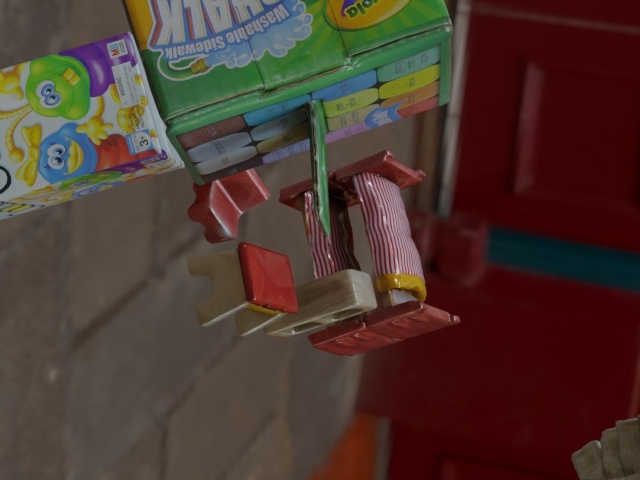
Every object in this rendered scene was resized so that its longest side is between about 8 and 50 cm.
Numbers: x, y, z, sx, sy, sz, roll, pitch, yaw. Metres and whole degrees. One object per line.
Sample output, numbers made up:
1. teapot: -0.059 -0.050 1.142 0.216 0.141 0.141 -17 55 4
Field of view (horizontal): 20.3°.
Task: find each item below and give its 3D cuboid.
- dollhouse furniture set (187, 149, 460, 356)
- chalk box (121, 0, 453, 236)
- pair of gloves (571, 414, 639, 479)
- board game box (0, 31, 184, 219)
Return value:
1. dollhouse furniture set: 0.000 0.000 1.979 0.374 0.152 0.201 20 54 -62
2. chalk box: -0.025 -0.148 1.081 0.180 0.179 0.289 74 -4 -82
3. pair of gloves: 0.261 0.181 1.102 0.042 0.240 0.204 17 53 -44
4. board game box: -0.311 -0.117 1.988 0.142 0.275 0.144 27 47 -83
